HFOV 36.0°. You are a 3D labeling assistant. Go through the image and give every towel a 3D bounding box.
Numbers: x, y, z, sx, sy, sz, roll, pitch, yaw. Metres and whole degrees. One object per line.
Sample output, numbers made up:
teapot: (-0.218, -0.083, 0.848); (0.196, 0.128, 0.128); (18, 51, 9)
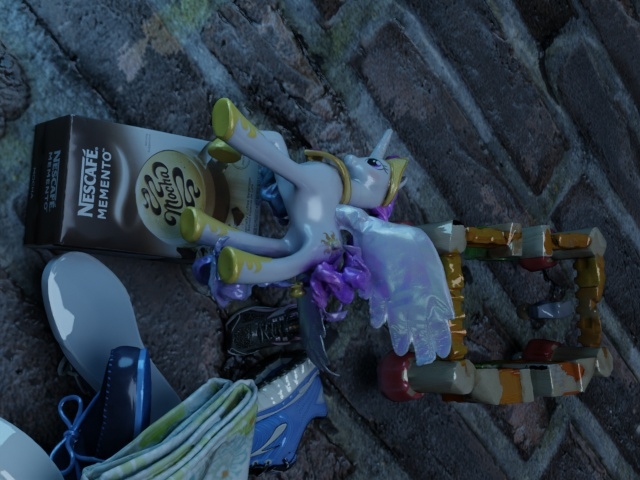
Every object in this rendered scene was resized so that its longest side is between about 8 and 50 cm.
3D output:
towel: (-0.190, 0.373, 1.164); (0.320, 0.090, 0.374); (-31, 136, -60)

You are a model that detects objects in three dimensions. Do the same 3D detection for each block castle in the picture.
block castle: (0.286, 0.118, 1.683); (0.453, 0.213, 0.302); (1, 84, -40)

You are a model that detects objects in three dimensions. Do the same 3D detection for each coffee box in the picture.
coffee box: (-0.232, -0.058, 1.331); (0.297, 0.119, 0.168); (7, 84, -38)

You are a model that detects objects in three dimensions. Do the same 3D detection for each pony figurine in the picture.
pony figurine: (0.000, 0.000, 1.304); (0.364, 0.303, 0.350); (6, 77, -42)

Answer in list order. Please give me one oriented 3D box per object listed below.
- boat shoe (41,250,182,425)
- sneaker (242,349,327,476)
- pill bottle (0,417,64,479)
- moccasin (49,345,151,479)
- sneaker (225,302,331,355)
boat shoe: (-0.285, 0.147, 1.293); (0.113, 0.105, 0.306); (-49, 123, -33)
sneaker: (-0.103, 0.292, 1.414); (0.330, 0.130, 0.147); (-32, 105, -35)
pill bottle: (-0.456, 0.374, 1.030); (0.224, 0.224, 0.392); (59, 41, -20)
moccasin: (-0.278, 0.281, 1.202); (0.117, 0.137, 0.342); (11, 112, -5)
sneaker: (-0.060, 0.127, 1.486); (0.178, 0.077, 0.072); (-16, 97, -37)
